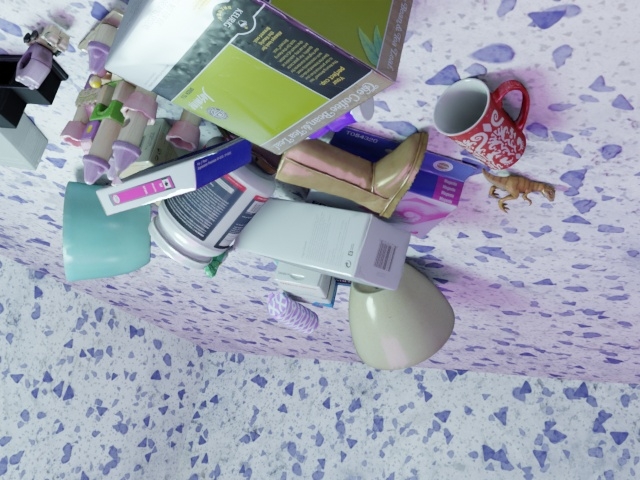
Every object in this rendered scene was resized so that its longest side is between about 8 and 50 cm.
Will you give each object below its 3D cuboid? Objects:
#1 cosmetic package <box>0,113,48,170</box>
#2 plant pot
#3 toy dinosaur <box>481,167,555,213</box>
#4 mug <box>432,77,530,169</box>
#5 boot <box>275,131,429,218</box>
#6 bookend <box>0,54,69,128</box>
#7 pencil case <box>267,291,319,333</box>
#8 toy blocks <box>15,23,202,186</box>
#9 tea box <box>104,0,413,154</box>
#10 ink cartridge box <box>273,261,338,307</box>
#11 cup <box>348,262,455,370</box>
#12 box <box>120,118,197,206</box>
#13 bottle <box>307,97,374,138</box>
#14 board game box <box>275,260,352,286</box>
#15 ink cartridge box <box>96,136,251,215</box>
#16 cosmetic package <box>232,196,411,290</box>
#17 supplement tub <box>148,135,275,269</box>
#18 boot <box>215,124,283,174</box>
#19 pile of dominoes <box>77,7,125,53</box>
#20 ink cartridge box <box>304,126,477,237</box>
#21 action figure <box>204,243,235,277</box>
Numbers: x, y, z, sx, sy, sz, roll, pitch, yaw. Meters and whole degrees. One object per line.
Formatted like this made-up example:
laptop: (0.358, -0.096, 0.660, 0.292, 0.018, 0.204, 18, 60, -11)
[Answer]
cosmetic package: (-0.805, -0.278, 1.690, 0.127, 0.107, 0.238, 11, 156, 6)
plant pot: (-0.619, -0.026, 1.981, 0.234, 0.293, 0.293, 0, 161, -13)
toy dinosaur: (0.405, -0.121, 1.456, 0.211, 0.064, 0.112, 10, 142, -18)
mug: (0.311, -0.205, 1.214, 0.150, 0.113, 0.169, -5, 156, 42)
boot: (0.063, -0.169, 1.406, 0.269, 0.089, 0.236, 21, 128, -7)
bookend: (-0.648, -0.311, 1.436, 0.156, 0.157, 0.072, 7, 158, 17)
pencil case: (-0.088, 0.231, 2.121, 0.088, 0.086, 0.206, 44, -177, 42)
toy blocks: (-0.437, -0.232, 1.325, 0.288, 0.260, 0.309, 3, 159, 42)
tea box: (-0.090, -0.326, 0.987, 0.323, 0.220, 0.329, 26, 156, -27)
ink cartridge box: (-0.040, 0.127, 2.051, 0.148, 0.086, 0.203, 9, 159, 16)
cup: (0.214, 0.193, 2.045, 0.330, 0.331, 0.237, -3, 129, 36)
box: (-0.374, -0.167, 1.684, 0.147, 0.121, 0.311, 0, 155, 27)
bottle: (-0.035, -0.254, 1.310, 0.282, 0.092, 0.118, -1, 149, 30)
board game box: (-0.019, 0.040, 2.053, 0.253, 0.079, 0.336, 7, 158, 16)
ink cartridge box: (-0.272, -0.139, 1.352, 0.370, 0.175, 0.069, -13, 105, 38)
cosmetic package: (0.000, 0.000, 1.659, 0.384, 0.156, 0.217, 14, 176, 35)
supplement tub: (-0.252, -0.086, 1.560, 0.191, 0.272, 0.191, 39, -166, -12)
boot: (-0.134, -0.239, 1.468, 0.106, 0.082, 0.219, -27, 136, 27)
pile of dominoes: (-0.339, -0.373, 1.300, 0.195, 0.040, 0.251, 27, 163, -31)
ink cartridge box: (0.149, -0.122, 1.570, 0.323, 0.072, 0.330, 16, 160, -6)
action figure: (-0.260, 0.014, 1.716, 0.137, 0.232, 0.064, -19, 121, 20)
